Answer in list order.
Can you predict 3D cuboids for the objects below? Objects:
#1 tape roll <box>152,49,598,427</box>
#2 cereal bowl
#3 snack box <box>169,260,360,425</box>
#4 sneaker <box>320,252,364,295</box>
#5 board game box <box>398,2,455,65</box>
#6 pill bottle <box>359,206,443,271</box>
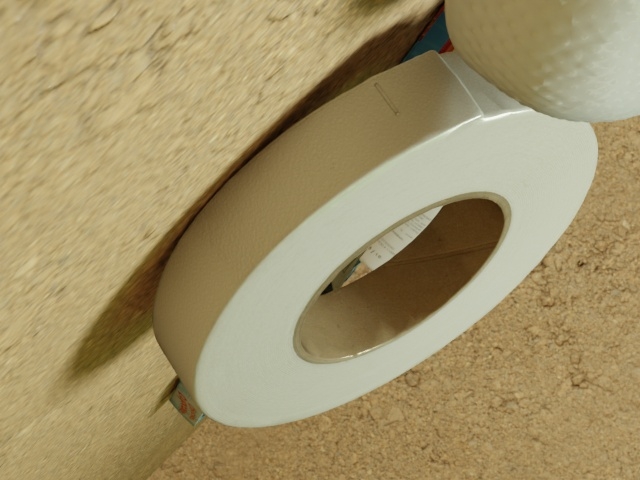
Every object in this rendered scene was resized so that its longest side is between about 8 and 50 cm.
[{"bbox_3d":[0.049,0.006,1.203,0.392,0.072,0.392,-28,154,-15],"label":"tape roll"},{"bbox_3d":[0.240,-0.202,0.915,0.339,0.141,0.339,-40,158,-20],"label":"cereal bowl"},{"bbox_3d":[-0.070,0.116,2.086,0.322,0.060,0.187,-43,175,-20],"label":"snack box"},{"bbox_3d":[0.000,0.000,1.385,0.283,0.110,0.122,-46,-179,27],"label":"sneaker"},{"bbox_3d":[0.228,-0.252,1.263,0.308,0.086,0.302,-42,175,-35],"label":"board game box"},{"bbox_3d":[0.145,-0.060,1.980,0.229,0.131,0.131,-48,175,34],"label":"pill bottle"}]
